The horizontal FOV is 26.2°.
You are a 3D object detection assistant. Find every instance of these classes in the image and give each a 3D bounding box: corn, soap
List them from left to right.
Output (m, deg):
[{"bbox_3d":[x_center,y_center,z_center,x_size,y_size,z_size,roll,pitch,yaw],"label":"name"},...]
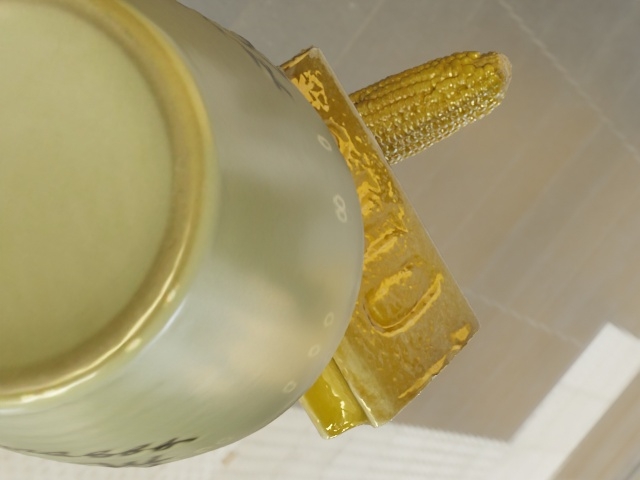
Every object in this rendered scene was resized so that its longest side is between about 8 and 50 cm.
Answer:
[{"bbox_3d":[0.000,0.000,1.092,0.089,0.274,0.173,-23,-169,44],"label":"soap"},{"bbox_3d":[0.099,-0.147,1.566,0.262,0.097,0.097,-23,168,30],"label":"corn"}]

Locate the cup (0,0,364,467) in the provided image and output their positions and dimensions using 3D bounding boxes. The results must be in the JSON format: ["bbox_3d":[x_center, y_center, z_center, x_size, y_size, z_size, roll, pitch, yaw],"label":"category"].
[{"bbox_3d":[-0.121,-0.016,0.515,0.234,0.258,0.186,38,68,-81],"label":"cup"}]
